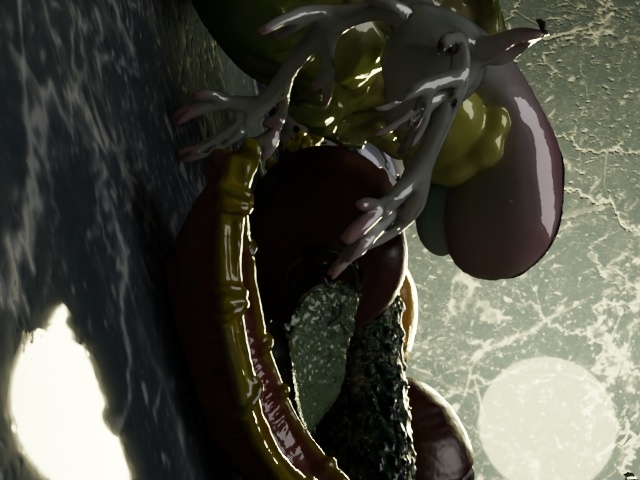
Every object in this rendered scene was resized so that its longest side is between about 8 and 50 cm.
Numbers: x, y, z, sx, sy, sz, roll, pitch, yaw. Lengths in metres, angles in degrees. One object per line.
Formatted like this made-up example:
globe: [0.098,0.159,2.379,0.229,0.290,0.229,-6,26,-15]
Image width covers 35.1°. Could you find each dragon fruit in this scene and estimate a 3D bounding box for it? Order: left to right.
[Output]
dragon fruit: [-0.018,0.153,1.100,0.083,0.060,0.056,-82,157,-82]

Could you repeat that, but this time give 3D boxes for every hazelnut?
hazelnut: [0.083,0.296,1.333,0.234,0.218,0.218,60,-5,28]

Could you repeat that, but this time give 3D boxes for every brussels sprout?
brussels sprout: [0.022,-0.267,0.990,0.371,0.276,0.315,33,25,-44]

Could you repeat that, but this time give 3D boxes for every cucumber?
cucumber: [0.051,0.140,1.057,0.359,0.096,0.096,-85,165,-54]

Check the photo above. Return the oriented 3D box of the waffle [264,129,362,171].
waffle: [0.011,-0.028,1.271,0.228,0.051,0.231,61,-27,-5]

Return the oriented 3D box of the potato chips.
potato chips: [-0.006,0.153,0.893,0.167,0.059,0.228,85,13,-57]

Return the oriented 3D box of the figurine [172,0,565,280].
figurine: [0.081,-0.079,0.836,0.206,0.284,0.315,33,-11,43]

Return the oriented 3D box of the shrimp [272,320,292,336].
shrimp: [-0.017,0.099,1.209,0.190,0.075,0.073,85,29,-62]

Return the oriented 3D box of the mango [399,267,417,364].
mango: [0.071,0.090,1.627,0.144,0.187,0.359,18,-60,49]

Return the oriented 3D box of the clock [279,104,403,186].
clock: [0.006,-0.158,1.631,0.254,0.189,0.189,54,21,-43]

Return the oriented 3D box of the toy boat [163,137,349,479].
toy boat: [-0.046,0.079,0.717,0.141,0.099,0.318,-99,174,-63]

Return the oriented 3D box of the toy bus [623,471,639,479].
toy bus: [0.102,0.268,0.710,0.190,0.312,0.152,46,33,-82]

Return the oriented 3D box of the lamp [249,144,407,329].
lamp: [0.000,0.000,1.048,0.258,0.180,0.180,-86,165,-71]
